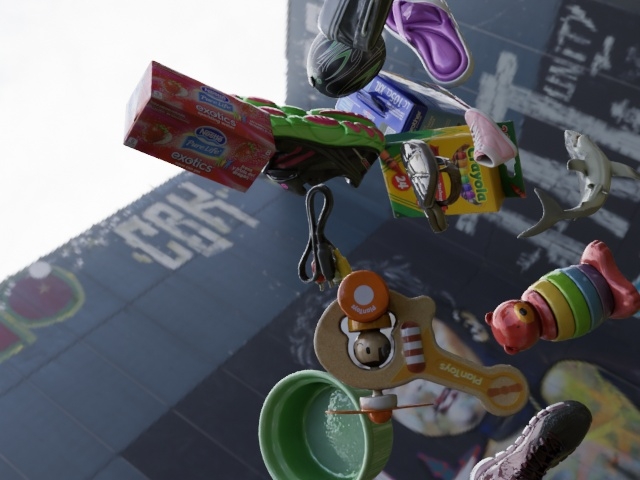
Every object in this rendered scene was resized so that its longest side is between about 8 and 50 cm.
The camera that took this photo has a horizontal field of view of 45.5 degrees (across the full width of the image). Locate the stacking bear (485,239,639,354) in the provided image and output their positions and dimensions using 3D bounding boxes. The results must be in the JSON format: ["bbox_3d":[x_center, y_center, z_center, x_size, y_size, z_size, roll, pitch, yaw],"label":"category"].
[{"bbox_3d":[0.504,0.147,1.650,0.289,0.175,0.164,-22,-24,-11],"label":"stacking bear"}]

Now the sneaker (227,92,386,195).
[{"bbox_3d":[-0.083,-0.195,1.685,0.483,0.185,0.202,6,-62,-23],"label":"sneaker"}]

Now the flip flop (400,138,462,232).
[{"bbox_3d":[0.192,-0.091,1.249,0.080,0.112,0.277,-22,-24,8],"label":"flip flop"}]

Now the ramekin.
[{"bbox_3d":[0.020,0.448,1.772,0.148,0.303,0.303,6,-69,-55],"label":"ramekin"}]

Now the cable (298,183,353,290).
[{"bbox_3d":[0.000,0.000,1.929,0.072,0.140,0.287,-28,-70,-61],"label":"cable"}]

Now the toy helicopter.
[{"bbox_3d":[0.157,0.209,1.237,0.140,0.355,0.234,65,-135,-77],"label":"toy helicopter"}]

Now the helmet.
[{"bbox_3d":[0.058,-0.406,1.685,0.169,0.169,0.161,-43,0,-34],"label":"helmet"}]

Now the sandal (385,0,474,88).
[{"bbox_3d":[0.278,-0.589,2.061,0.169,0.416,0.102,-40,-27,13],"label":"sandal"}]

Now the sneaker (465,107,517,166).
[{"bbox_3d":[0.314,-0.197,1.488,0.070,0.134,0.051,-34,-20,-16],"label":"sneaker"}]

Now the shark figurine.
[{"bbox_3d":[0.483,-0.077,1.423,0.278,0.166,0.116,-52,-14,-38],"label":"shark figurine"}]

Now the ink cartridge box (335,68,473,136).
[{"bbox_3d":[0.231,-0.336,2.038,0.396,0.270,0.151,2,-58,-41],"label":"ink cartridge box"}]

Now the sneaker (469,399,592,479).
[{"bbox_3d":[0.410,0.432,1.428,0.281,0.106,0.162,-45,10,14],"label":"sneaker"}]

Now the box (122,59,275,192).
[{"bbox_3d":[-0.224,-0.209,1.419,0.257,0.128,0.122,21,-54,-28],"label":"box"}]

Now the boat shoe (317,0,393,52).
[{"bbox_3d":[0.118,-0.469,1.252,0.335,0.119,0.121,-64,-12,23],"label":"boat shoe"}]

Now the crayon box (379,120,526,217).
[{"bbox_3d":[0.308,-0.165,1.807,0.081,0.319,0.202,-49,-52,-51],"label":"crayon box"}]
